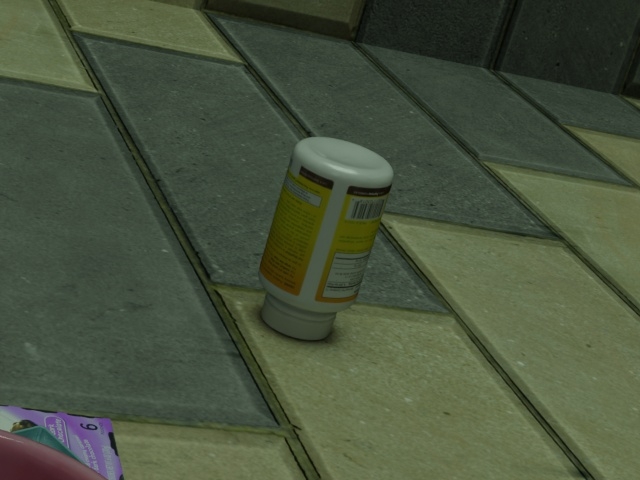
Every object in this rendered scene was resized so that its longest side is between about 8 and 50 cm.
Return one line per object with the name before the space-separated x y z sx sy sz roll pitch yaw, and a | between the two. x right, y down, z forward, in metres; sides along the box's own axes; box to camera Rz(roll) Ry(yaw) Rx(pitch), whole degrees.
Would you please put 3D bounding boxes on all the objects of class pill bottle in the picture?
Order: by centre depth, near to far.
pill bottle | 0.000 0.000 1.725 0.117 0.215 0.117 15 20 -6

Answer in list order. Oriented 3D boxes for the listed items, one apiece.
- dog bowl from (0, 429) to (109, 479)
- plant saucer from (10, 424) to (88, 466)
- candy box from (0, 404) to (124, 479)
dog bowl | -0.258 0.249 0.906 0.408 0.150 0.408 10 22 -4
plant saucer | -0.178 0.200 1.140 0.192 0.018 0.067 33 26 34
candy box | -0.258 0.197 1.205 0.196 0.070 0.165 10 22 -20
